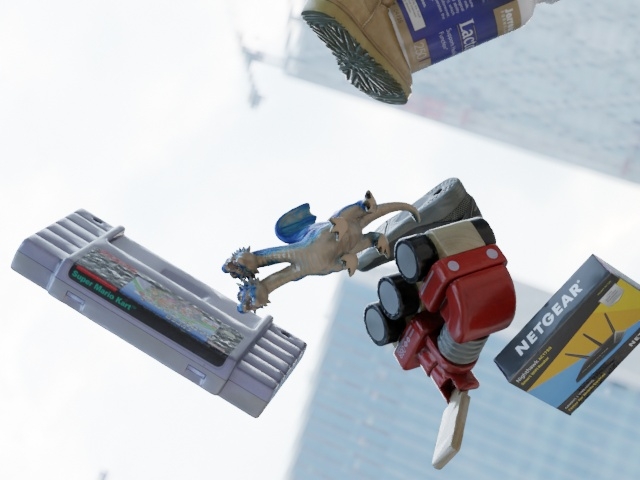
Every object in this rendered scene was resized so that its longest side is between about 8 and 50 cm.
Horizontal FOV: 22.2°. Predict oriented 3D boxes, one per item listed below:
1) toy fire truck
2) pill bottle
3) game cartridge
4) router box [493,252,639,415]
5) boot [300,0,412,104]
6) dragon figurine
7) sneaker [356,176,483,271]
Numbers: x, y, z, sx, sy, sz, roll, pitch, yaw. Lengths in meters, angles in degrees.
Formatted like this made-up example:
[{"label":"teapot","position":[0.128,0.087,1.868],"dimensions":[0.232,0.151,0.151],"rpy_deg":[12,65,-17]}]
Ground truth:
[{"label":"toy fire truck","position":[0.161,0.130,1.992],"dimensions":[0.158,0.246,0.217],"rpy_deg":[-16,-30,-28]},{"label":"pill bottle","position":[0.196,-0.337,2.202],"dimensions":[0.264,0.153,0.153],"rpy_deg":[-23,-40,0]},{"label":"game cartridge","position":[-0.193,0.082,2.038],"dimensions":[0.068,0.355,0.230],"rpy_deg":[-60,-3,11]},{"label":"router box","position":[0.310,0.114,1.938],"dimensions":[0.133,0.046,0.179],"rpy_deg":[29,-72,-40]},{"label":"boot","position":[0.103,-0.342,2.115],"dimensions":[0.270,0.089,0.236],"rpy_deg":[-62,-37,-18]},{"label":"dragon figurine","position":[0.000,0.000,1.948],"dimensions":[0.289,0.144,0.085],"rpy_deg":[-37,-69,-51]},{"label":"sneaker","position":[0.159,0.010,2.536],"dimensions":[0.130,0.227,0.087],"rpy_deg":[50,-157,-15]}]
